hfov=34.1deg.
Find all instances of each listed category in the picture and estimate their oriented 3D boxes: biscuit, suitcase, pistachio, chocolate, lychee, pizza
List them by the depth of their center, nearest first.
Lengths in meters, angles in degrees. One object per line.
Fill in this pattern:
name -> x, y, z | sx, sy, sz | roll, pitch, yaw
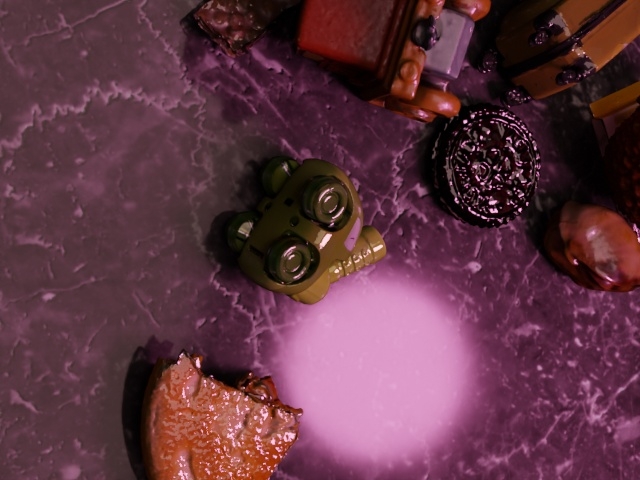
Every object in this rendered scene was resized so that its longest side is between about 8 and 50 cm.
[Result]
pizza -> -0.130, 0.268, 1.410 | 0.229, 0.081, 0.289 | -18, 101, -17
chocolate -> -0.032, -0.370, 1.436 | 0.329, 0.065, 0.102 | -43, 95, -19
suitcase -> 0.366, -0.320, 1.554 | 0.235, 0.194, 0.143 | -40, 99, -19
biscuit -> 0.250, -0.114, 1.586 | 0.195, 0.053, 0.194 | -2, 94, -25
lychee -> 0.555, -0.106, 1.598 | 0.236, 0.236, 0.271 | -18, 89, -24
pistachio -> 0.444, 0.019, 1.653 | 0.210, 0.130, 0.165 | 29, 41, -24

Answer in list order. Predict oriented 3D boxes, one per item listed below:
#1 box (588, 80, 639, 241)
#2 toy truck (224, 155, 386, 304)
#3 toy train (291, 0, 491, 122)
box -> 0.530, -0.130, 1.730 | 0.129, 0.033, 0.247 | -26, 104, -21
toy truck -> -0.017, 0.004, 1.426 | 0.187, 0.148, 0.210 | -44, 131, -15
toy train -> 0.081, -0.262, 1.343 | 0.232, 0.369, 0.163 | 19, 94, -5
